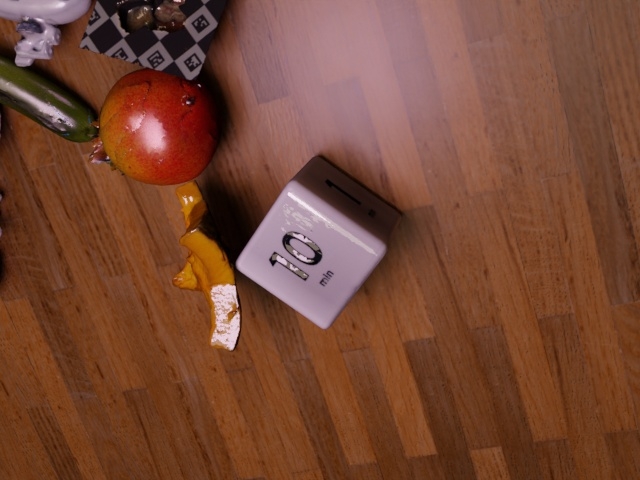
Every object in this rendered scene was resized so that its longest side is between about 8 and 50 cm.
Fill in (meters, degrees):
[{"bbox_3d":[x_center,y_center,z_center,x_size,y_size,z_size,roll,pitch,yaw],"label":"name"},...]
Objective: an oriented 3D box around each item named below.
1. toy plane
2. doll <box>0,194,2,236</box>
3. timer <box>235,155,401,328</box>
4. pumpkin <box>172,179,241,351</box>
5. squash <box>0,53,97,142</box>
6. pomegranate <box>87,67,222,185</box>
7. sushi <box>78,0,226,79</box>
[{"bbox_3d":[-0.511,-0.427,1.439,0.245,0.117,0.244,0,91,10],"label":"toy plane"},{"bbox_3d":[-0.709,0.010,1.628,0.215,0.161,0.256,18,104,38],"label":"doll"},{"bbox_3d":[0.000,0.000,1.416,0.195,0.194,0.192,35,115,-1],"label":"timer"},{"bbox_3d":[-0.208,0.030,1.445,0.095,0.290,0.258,-15,118,-15],"label":"pumpkin"},{"bbox_3d":[-0.552,-0.278,1.489,0.332,0.087,0.087,29,115,-11],"label":"squash"},{"bbox_3d":[-0.283,-0.189,1.413,0.235,0.210,0.210,-25,102,15],"label":"pomegranate"},{"bbox_3d":[-0.263,-0.389,1.392,0.231,0.047,0.219,19,86,16],"label":"sushi"}]
